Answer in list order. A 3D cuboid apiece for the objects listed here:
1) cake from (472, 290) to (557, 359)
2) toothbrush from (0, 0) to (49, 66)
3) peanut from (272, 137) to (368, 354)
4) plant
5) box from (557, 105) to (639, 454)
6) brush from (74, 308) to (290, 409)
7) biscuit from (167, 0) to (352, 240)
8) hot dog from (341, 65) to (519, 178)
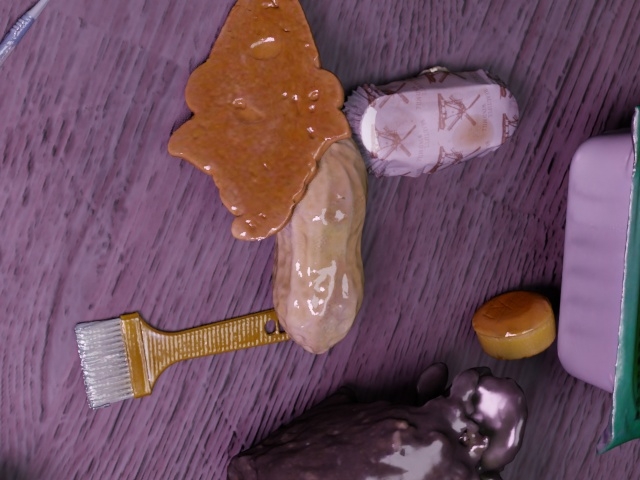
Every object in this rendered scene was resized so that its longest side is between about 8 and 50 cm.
[{"bbox_3d":[0.195,0.083,1.473,0.084,0.084,0.044,-28,116,-18],"label":"cake"},{"bbox_3d":[-0.262,-0.174,1.245,0.019,0.016,0.219,38,83,-25],"label":"toothbrush"},{"bbox_3d":[0.000,0.000,1.357,0.090,0.098,0.214,-5,104,-21],"label":"peanut"},{"bbox_3d":[0.062,0.229,1.384,0.276,0.188,0.199,-20,105,-18],"label":"plant"},{"bbox_3d":[0.319,0.019,1.476,0.264,0.106,0.337,-11,106,-54],"label":"box"},{"bbox_3d":[-0.119,0.095,1.369,0.218,0.010,0.083,-12,104,-24],"label":"brush"},{"bbox_3d":[-0.051,-0.121,1.311,0.162,0.035,0.250,4,81,3],"label":"biscuit"},{"bbox_3d":[0.109,-0.115,1.412,0.192,0.053,0.099,-13,106,-25],"label":"hot dog"}]
